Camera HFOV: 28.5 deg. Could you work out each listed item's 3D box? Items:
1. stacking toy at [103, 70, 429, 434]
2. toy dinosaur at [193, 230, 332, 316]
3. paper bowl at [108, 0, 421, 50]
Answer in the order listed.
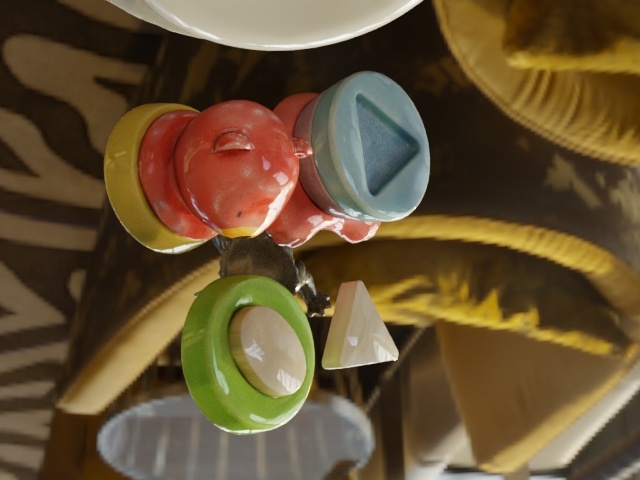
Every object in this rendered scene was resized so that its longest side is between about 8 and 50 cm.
[{"bbox_3d":[0.000,0.000,1.033,0.130,0.279,0.309,-11,-176,41],"label":"stacking toy"},{"bbox_3d":[-0.071,0.002,1.332,0.121,0.313,0.160,-17,133,0],"label":"toy dinosaur"},{"bbox_3d":[-0.020,-0.214,0.676,0.284,0.148,0.284,-8,147,-5],"label":"paper bowl"}]
